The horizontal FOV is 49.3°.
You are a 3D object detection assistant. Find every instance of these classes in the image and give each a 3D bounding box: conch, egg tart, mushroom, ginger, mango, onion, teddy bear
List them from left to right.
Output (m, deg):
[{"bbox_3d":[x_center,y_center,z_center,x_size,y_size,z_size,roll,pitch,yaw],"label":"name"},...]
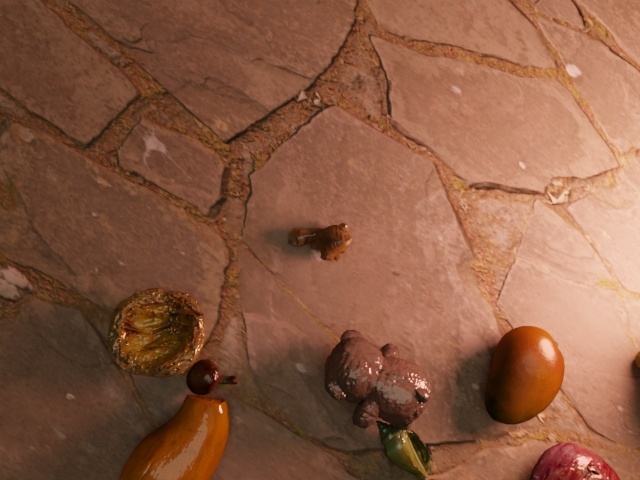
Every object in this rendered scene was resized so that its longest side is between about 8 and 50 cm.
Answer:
[{"bbox_3d":[-0.407,0.235,1.740,0.252,0.098,0.231,-26,82,-7],"label":"egg tart"},{"bbox_3d":[-0.348,0.532,1.699,0.359,0.144,0.187,-45,93,-7],"label":"mango"},{"bbox_3d":[-0.272,0.342,1.748,0.130,0.072,0.088,1,60,-4],"label":"mushroom"},{"bbox_3d":[0.001,0.009,1.783,0.166,0.067,0.096,-5,87,10],"label":"ginger"},{"bbox_3d":[0.138,0.349,1.717,0.267,0.151,0.235,20,57,3],"label":"teddy bear"},{"bbox_3d":[0.214,0.525,1.756,0.201,0.079,0.094,40,73,-17],"label":"conch"},{"bbox_3d":[0.515,0.341,1.749,0.176,0.139,0.254,14,94,11],"label":"mango"},{"bbox_3d":[0.613,0.645,1.694,0.227,0.120,0.283,32,79,9],"label":"onion"}]

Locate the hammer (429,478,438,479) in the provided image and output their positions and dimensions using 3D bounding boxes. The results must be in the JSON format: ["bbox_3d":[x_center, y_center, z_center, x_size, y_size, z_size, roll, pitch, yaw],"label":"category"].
[{"bbox_3d":[0.487,0.671,1.772,0.441,0.044,0.168,10,87,-2],"label":"hammer"}]

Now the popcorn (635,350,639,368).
[{"bbox_3d":[0.918,0.344,1.715,0.250,0.242,0.234,31,89,3],"label":"popcorn"}]
